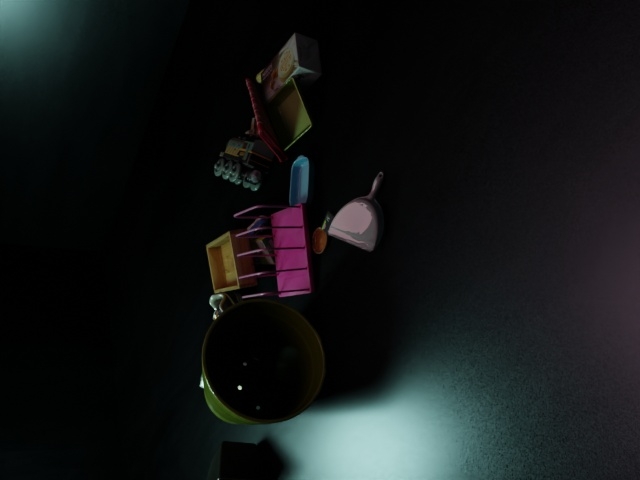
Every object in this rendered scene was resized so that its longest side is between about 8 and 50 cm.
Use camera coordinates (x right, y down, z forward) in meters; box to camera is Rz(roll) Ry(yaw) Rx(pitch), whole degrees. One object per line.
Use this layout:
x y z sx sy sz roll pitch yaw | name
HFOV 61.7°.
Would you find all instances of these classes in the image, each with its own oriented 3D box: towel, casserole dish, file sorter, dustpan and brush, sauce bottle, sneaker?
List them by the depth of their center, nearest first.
0.125 -0.091 1.466 0.147 0.060 0.211 24 99 22 | dustpan and brush
-0.160 0.039 1.737 0.202 0.182 0.290 -15 79 54 | file sorter
-0.058 -0.190 1.792 0.114 0.037 0.188 -7 78 56 | casserole dish
-0.197 -0.430 1.922 0.031 0.199 0.274 -24 57 11 | towel
-0.242 -0.017 2.013 0.152 0.058 0.084 -45 40 34 | sneaker
-0.328 0.314 2.024 0.321 0.128 0.126 47 121 47 | sneaker
-0.208 -0.657 2.101 0.128 0.042 0.042 -14 73 52 | sauce bottle

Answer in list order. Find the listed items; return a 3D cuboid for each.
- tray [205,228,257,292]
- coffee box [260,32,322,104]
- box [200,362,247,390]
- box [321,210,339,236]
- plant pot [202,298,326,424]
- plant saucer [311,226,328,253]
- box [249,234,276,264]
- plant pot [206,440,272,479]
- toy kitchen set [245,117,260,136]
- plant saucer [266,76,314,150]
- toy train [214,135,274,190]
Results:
-0.343 0.087 2.032 0.411 0.076 0.202 -18 82 65 | tray
-0.107 -0.586 1.882 0.247 0.098 0.141 -29 60 50 | coffee box
-0.346 0.505 2.008 0.233 0.044 0.159 11 94 34 | box
0.056 -0.045 1.551 0.052 0.083 0.062 48 123 49 | box
-0.216 0.421 1.675 0.353 0.367 0.366 125 139 -53 | plant pot
0.000 0.000 1.689 0.083 0.013 0.083 -14 73 55 | plant saucer
-0.218 0.035 1.941 0.179 0.043 0.105 -4 118 54 | box
-0.291 0.800 1.840 0.187 0.188 0.167 -63 25 28 | plant pot
-0.257 -0.449 2.108 0.083 0.068 0.075 9 91 56 | toy kitchen set
-0.097 -0.436 1.852 0.188 0.045 0.188 -30 79 50 | plant saucer
-0.301 -0.311 2.102 0.334 0.142 0.190 25 93 57 | toy train
